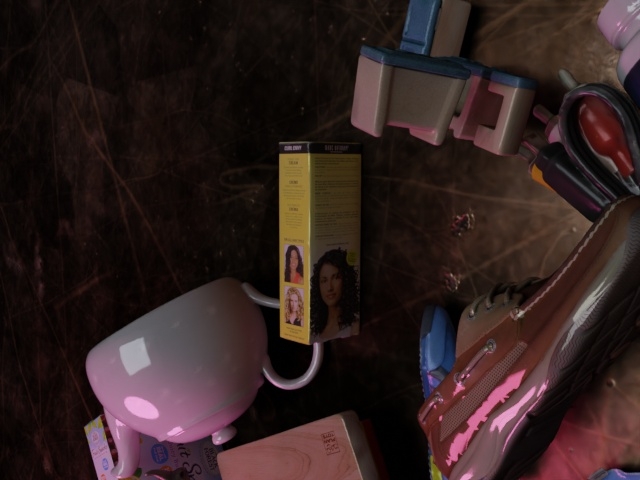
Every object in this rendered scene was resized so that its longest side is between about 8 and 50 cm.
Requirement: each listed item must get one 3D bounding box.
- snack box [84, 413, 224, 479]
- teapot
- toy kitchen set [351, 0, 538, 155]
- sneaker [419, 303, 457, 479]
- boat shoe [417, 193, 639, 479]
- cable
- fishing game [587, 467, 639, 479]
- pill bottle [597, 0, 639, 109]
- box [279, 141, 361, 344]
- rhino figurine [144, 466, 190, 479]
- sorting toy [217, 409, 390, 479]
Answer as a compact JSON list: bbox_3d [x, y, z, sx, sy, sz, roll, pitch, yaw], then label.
[{"bbox_3d":[-0.223,0.337,1.064,0.070,0.175,0.207,-35,69,44],"label":"snack box"},{"bbox_3d":[-0.159,0.174,0.959,0.187,0.253,0.256,60,144,5],"label":"teapot"},{"bbox_3d":[0.083,-0.165,0.664,0.207,0.166,0.122,-137,55,-60],"label":"toy kitchen set"},{"bbox_3d":[0.148,0.168,0.759,0.082,0.069,0.209,-8,80,17],"label":"sneaker"},{"bbox_3d":[0.168,0.089,0.618,0.116,0.123,0.324,47,127,33],"label":"boat shoe"},{"bbox_3d":[0.273,-0.027,0.599,0.287,0.072,0.139,48,150,22],"label":"cable"},{"bbox_3d":[0.287,0.292,0.639,0.264,0.041,0.189,-50,63,36],"label":"fishing game"},{"bbox_3d":[0.287,-0.123,0.556,0.094,0.094,0.169,-45,63,38],"label":"pill bottle"},{"bbox_3d":[0.000,0.000,0.868,0.058,0.087,0.232,6,99,47],"label":"box"},{"bbox_3d":[-0.152,0.393,0.981,0.243,0.106,0.073,52,165,-14],"label":"rhino figurine"},{"bbox_3d":[0.012,0.349,0.888,0.257,0.089,0.255,-31,73,42],"label":"sorting toy"}]
